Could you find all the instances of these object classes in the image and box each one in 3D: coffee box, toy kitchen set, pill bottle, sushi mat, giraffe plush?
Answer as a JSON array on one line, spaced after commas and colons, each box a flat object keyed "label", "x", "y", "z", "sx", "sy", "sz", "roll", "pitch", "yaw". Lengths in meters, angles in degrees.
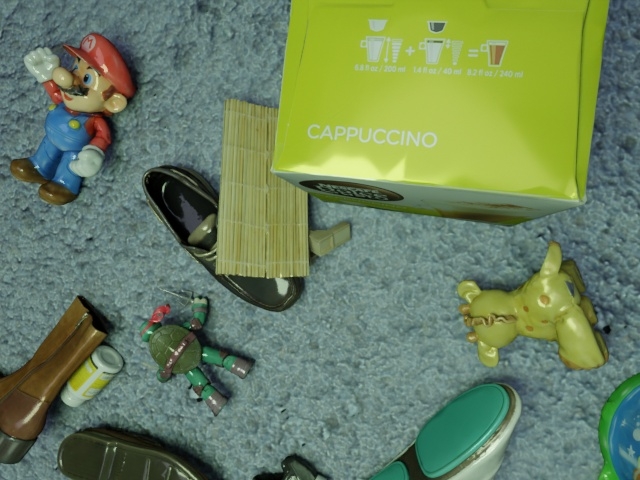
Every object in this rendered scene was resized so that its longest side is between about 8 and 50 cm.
[{"label": "coffee box", "x": 0.152, "y": -0.214, "z": 0.626, "sx": 0.337, "sy": 0.334, "sz": 0.339, "roll": 7, "pitch": 90, "yaw": 11}, {"label": "toy kitchen set", "x": 0.000, "y": 0.000, "z": 0.810, "sx": 0.083, "sy": 0.075, "sz": 0.068, "roll": 29, "pitch": 137, "yaw": 42}, {"label": "pill bottle", "x": -0.445, "y": 0.265, "z": 0.867, "sx": 0.116, "sy": 0.065, "sz": 0.065, "roll": -45, "pitch": 82, "yaw": 6}, {"label": "sushi mat", "x": -0.094, "y": -0.091, "z": 0.758, "sx": 0.151, "sy": 0.019, "sz": 0.317, "roll": 5, "pitch": 72, "yaw": -21}, {"label": "giraffe plush", "x": 0.311, "y": 0.116, "z": 0.685, "sx": 0.170, "sy": 0.210, "sz": 0.182, "roll": -23, "pitch": 52, "yaw": 33}]

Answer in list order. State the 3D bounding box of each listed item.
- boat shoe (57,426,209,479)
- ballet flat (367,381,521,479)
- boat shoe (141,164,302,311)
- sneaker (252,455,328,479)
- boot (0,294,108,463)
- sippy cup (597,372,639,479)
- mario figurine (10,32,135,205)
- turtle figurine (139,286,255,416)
[{"label": "boat shoe", "x": -0.317, "y": 0.415, "z": 0.824, "sx": 0.307, "sy": 0.104, "sz": 0.111, "roll": 20, "pitch": 84, "yaw": 12}, {"label": "ballet flat", "x": 0.186, "y": 0.390, "z": 0.726, "sx": 0.139, "sy": 0.139, "sz": 0.400, "roll": 46, "pitch": 101, "yaw": 8}, {"label": "boat shoe", "x": -0.187, "y": 0.001, "z": 0.790, "sx": 0.355, "sy": 0.130, "sz": 0.132, "roll": 39, "pitch": 96, "yaw": 9}, {"label": "sneaker", "x": -0.097, "y": 0.475, "z": 0.794, "sx": 0.106, "sy": 0.078, "sz": 0.234, "roll": 43, "pitch": 93, "yaw": 12}, {"label": "boot", "x": -0.556, "y": 0.227, "z": 0.867, "sx": 0.264, "sy": 0.096, "sz": 0.281, "roll": 23, "pitch": 79, "yaw": 45}, {"label": "sippy cup", "x": 0.542, "y": 0.310, "z": 0.598, "sx": 0.239, "sy": 0.224, "sz": 0.306, "roll": 17, "pitch": 91, "yaw": 10}, {"label": "mario figurine", "x": -0.476, "y": -0.233, "z": 0.827, "sx": 0.198, "sy": 0.170, "sz": 0.321, "roll": 26, "pitch": 103, "yaw": -24}, {"label": "turtle figurine", "x": -0.246, "y": 0.200, "z": 0.811, "sx": 0.234, "sy": 0.118, "sz": 0.175, "roll": 36, "pitch": 95, "yaw": 4}]
